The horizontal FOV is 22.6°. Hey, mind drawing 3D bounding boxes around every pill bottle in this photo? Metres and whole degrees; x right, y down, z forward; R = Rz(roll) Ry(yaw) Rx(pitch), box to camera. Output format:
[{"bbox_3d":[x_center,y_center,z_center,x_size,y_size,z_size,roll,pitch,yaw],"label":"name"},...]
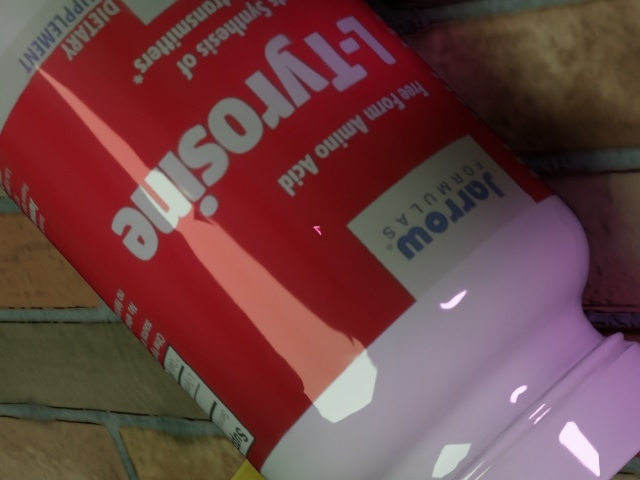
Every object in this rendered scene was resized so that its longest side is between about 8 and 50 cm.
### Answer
[{"bbox_3d":[0.000,0.000,0.909,0.407,0.229,0.229,46,138,10],"label":"pill bottle"}]

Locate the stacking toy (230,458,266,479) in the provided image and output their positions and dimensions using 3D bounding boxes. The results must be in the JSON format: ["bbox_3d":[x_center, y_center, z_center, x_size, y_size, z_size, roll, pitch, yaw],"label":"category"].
[{"bbox_3d":[-0.074,0.303,1.156,0.130,0.279,0.309,35,135,7],"label":"stacking toy"}]
